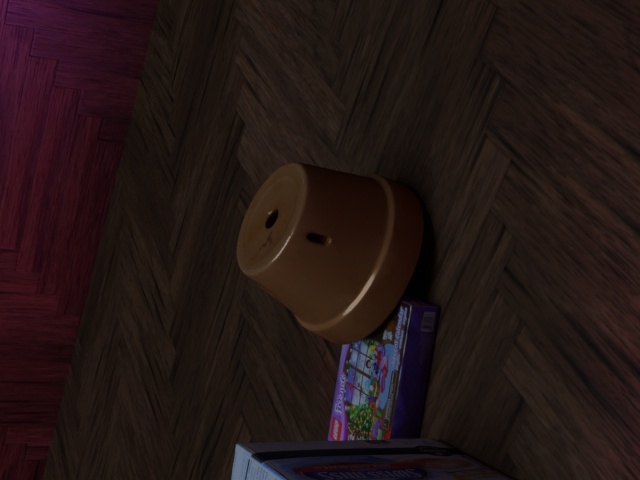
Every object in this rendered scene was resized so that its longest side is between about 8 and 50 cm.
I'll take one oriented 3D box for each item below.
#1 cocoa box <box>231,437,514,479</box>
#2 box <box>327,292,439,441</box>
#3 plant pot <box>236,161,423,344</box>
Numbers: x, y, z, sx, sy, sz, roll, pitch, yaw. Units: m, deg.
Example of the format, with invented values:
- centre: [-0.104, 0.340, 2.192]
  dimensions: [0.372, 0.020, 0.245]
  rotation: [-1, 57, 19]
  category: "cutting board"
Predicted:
- centre: [0.067, 0.414, 1.434]
  dimensions: [0.228, 0.347, 0.231]
  rotation: [12, 96, 62]
  category: "cocoa box"
- centre: [0.099, 0.226, 1.717]
  dimensions: [0.201, 0.057, 0.293]
  rotation: [22, 105, 63]
  category: "box"
- centre: [0.000, 0.000, 1.703]
  dimensions: [0.291, 0.203, 0.291]
  rotation: [-40, 36, 37]
  category: "plant pot"
